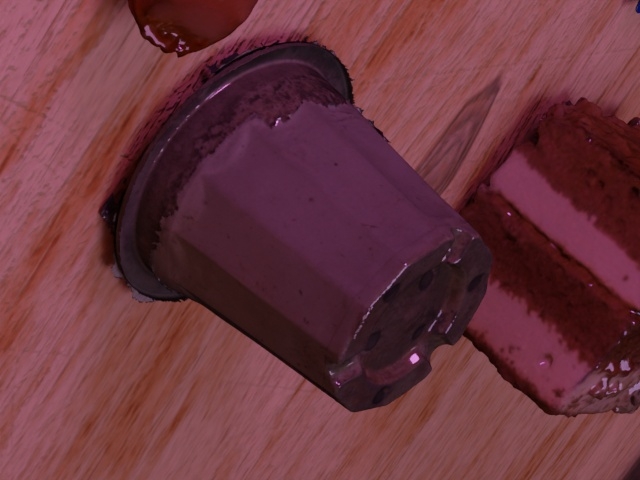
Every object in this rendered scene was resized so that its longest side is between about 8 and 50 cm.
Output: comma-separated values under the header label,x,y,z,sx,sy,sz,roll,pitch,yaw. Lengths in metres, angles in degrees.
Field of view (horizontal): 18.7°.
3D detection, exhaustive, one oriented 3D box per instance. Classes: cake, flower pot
label,x,y,z,sx,sy,sz,roll,pitch,yaw
cake,0.316,0.030,2.178,0.256,0.282,0.290,6,122,-54
flower pot,0.000,0.000,1.699,0.290,0.259,0.290,-36,148,-27

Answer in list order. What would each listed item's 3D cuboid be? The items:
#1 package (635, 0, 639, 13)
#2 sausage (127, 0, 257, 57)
label,x,y,z,sx,sy,sz,roll,pitch,yaw
package,0.420,-0.338,2.146,0.173,0.027,0.171,-25,144,-44
sausage,-0.038,-0.295,1.462,0.097,0.094,0.348,17,112,-46
